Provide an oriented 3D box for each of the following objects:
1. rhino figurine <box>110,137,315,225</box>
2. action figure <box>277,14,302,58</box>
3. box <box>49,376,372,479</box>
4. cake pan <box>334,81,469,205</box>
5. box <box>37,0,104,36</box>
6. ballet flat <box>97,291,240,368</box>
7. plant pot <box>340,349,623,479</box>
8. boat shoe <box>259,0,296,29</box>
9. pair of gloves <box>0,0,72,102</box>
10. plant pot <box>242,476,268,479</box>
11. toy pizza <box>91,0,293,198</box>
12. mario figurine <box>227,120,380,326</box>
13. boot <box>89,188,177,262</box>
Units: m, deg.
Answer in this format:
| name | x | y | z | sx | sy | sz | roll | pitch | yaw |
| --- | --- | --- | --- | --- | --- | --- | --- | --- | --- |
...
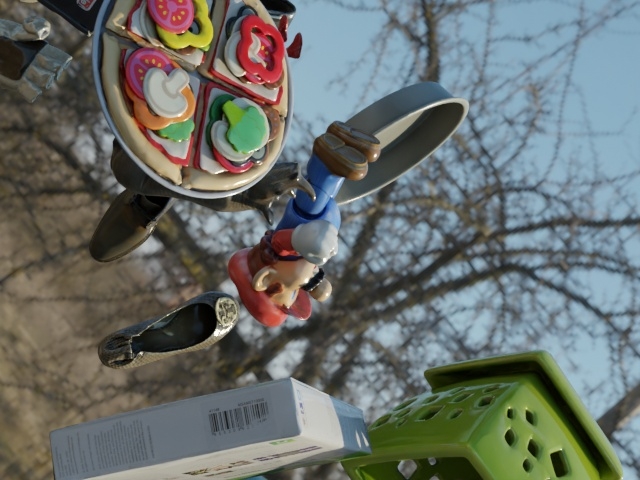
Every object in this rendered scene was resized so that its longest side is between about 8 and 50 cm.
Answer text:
| name | x | y | z | sx | sy | sz | roll | pitch | yaw |
| --- | --- | --- | --- | --- | --- | --- | --- | --- | --- |
| rhino figurine | -0.122 | -0.080 | 1.292 | 0.073 | 0.243 | 0.106 | -89 | -164 | -55 |
| action figure | -0.169 | -0.331 | 1.768 | 0.091 | 0.280 | 0.139 | 54 | -30 | 43 |
| box | -0.093 | 0.202 | 1.143 | 0.322 | 0.232 | 0.058 | 48 | 31 | -70 |
| cake pan | 0.102 | -0.157 | 1.841 | 0.054 | 0.293 | 0.293 | 58 | -8 | 14 |
| box | -0.258 | -0.399 | 1.099 | 0.293 | 0.295 | 0.073 | 36 | 24 | -14 |
| ballet flat | -0.227 | 0.141 | 1.788 | 0.058 | 0.250 | 0.084 | -18 | -91 | 58 |
| plant pot | 0.200 | 0.260 | 1.337 | 0.227 | 0.207 | 0.228 | -18 | -67 | 50 |
| boat shoe | -0.191 | -0.460 | 2.112 | 0.306 | 0.113 | 0.105 | 25 | -42 | -16 |
| pair of gloves | -0.399 | -0.321 | 1.563 | 0.204 | 0.240 | 0.042 | 33 | -11 | 9 |
| plant pot | -0.170 | 0.424 | 1.563 | 0.235 | 0.293 | 0.293 | 12 | -8 | -6 |
| toy pizza | -0.093 | -0.135 | 0.928 | 0.032 | 0.201 | 0.201 | -9 | -58 | 47 |
| mario figurine | 0.000 | 0.000 | 1.628 | 0.198 | 0.320 | 0.170 | -2 | 41 | -43 |
| boot | -0.273 | -0.050 | 1.704 | 0.082 | 0.219 | 0.106 | 45 | 4 | 3 |
